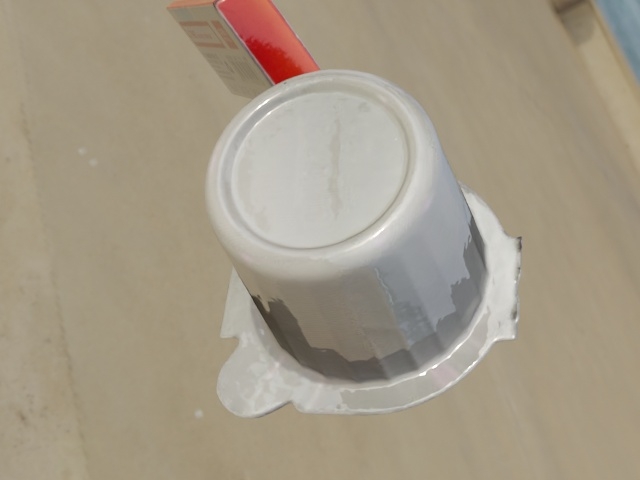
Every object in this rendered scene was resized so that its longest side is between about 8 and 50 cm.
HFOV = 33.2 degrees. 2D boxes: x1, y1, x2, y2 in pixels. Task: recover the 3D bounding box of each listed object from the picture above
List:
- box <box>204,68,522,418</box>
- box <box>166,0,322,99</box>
[{"bbox_3d":[0.000,0.000,0.865,0.262,0.291,0.206,50,-7,32],"label":"box"},{"bbox_3d":[-0.079,-0.197,1.059,0.123,0.050,0.229,53,-8,-19],"label":"box"}]
